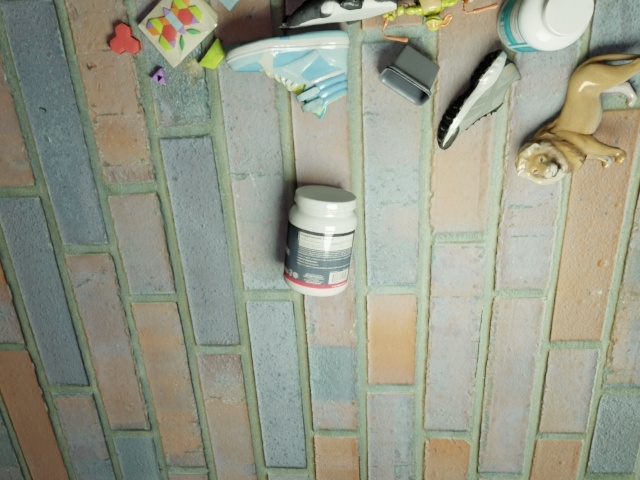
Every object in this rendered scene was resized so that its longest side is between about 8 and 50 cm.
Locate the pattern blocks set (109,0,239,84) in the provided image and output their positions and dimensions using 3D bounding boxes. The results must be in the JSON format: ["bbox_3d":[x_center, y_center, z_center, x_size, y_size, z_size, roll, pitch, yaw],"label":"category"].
[{"bbox_3d":[-0.371,-0.562,1.211,0.285,0.026,0.325,35,109,-9],"label":"pattern blocks set"}]

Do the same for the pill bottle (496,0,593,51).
[{"bbox_3d":[0.498,-0.497,1.040,0.146,0.264,0.146,1,111,3],"label":"pill bottle"}]

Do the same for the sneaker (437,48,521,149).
[{"bbox_3d":[0.401,-0.341,1.198,0.108,0.100,0.272,32,110,-13],"label":"sneaker"}]

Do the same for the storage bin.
[{"bbox_3d":[0.230,-0.421,1.190,0.135,0.098,0.091,31,82,-7],"label":"storage bin"}]

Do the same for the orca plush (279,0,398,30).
[{"bbox_3d":[0.037,-0.581,1.122,0.287,0.151,0.102,-2,100,30],"label":"orca plush"}]

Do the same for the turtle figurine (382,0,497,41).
[{"bbox_3d":[0.272,-0.597,1.113,0.269,0.087,0.218,-5,101,23],"label":"turtle figurine"}]

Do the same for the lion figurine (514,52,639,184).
[{"bbox_3d":[0.662,-0.318,1.182,0.240,0.142,0.393,18,97,6],"label":"lion figurine"}]

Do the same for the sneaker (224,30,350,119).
[{"bbox_3d":[-0.077,-0.407,1.195,0.318,0.127,0.208,-5,109,7],"label":"sneaker"}]

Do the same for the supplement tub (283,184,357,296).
[{"bbox_3d":[0.000,0.000,1.305,0.191,0.191,0.273,8,111,2],"label":"supplement tub"}]
